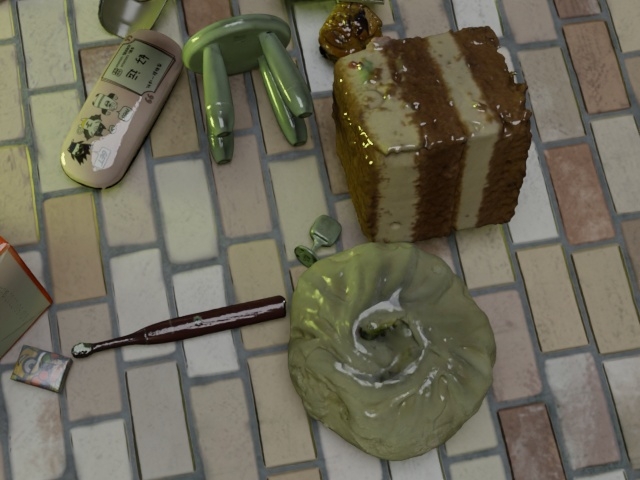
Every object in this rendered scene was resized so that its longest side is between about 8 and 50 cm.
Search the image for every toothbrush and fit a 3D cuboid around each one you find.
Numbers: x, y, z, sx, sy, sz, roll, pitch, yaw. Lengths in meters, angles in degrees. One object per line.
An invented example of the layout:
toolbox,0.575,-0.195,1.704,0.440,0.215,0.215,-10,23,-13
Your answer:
toothbrush,-0.235,0.146,1.732,0.364,0.041,0.040,-12,74,-8

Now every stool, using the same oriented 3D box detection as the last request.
stool,-0.120,-0.263,1.787,0.195,0.195,0.198,-16,77,-9

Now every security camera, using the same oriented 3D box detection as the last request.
security camera,0.000,0.000,1.794,0.058,0.058,0.092,36,61,7

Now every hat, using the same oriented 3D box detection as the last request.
hat,-0.340,-0.456,1.904,0.147,0.085,0.175,25,95,-8

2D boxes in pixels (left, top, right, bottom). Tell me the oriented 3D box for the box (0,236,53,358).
box,-0.630,0.090,1.560,0.257,0.348,0.318,37,75,8

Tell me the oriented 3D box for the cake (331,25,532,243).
cake,0.179,-0.170,1.720,0.290,0.282,0.255,-11,53,-7

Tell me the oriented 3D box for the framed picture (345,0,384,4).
framed picture,0.017,-0.476,1.917,0.201,0.010,0.136,4,36,-2

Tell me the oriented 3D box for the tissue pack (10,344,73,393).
tissue pack,-0.456,0.212,1.698,0.083,0.035,0.063,17,72,0

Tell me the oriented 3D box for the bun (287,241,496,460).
bun,0.111,0.161,1.661,0.360,0.211,0.359,1,73,-5

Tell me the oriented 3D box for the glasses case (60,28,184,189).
glasses case,-0.348,-0.233,1.821,0.122,0.075,0.314,26,73,1

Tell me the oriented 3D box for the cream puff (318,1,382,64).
cream puff,0.057,-0.378,1.885,0.120,0.104,0.133,1,72,3
